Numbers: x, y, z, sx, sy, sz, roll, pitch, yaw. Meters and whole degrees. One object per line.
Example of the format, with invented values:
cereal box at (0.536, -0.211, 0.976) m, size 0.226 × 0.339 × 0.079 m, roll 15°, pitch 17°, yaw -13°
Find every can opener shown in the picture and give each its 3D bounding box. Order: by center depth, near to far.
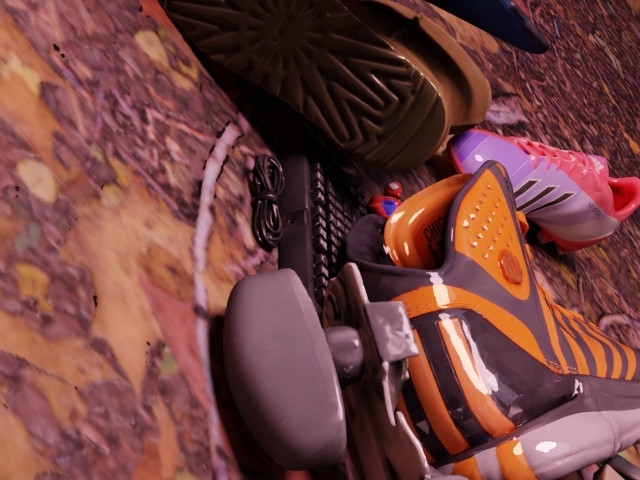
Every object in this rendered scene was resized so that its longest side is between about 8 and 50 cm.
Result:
can opener at (0.022, 0.138, 0.549) m, size 0.095 × 0.076 × 0.283 m, roll -7°, pitch 59°, yaw -14°

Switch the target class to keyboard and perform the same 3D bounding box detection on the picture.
keyboard at (0.000, 0.000, 0.721) m, size 0.108 × 0.023 × 0.180 m, roll 42°, pitch 26°, yaw -30°

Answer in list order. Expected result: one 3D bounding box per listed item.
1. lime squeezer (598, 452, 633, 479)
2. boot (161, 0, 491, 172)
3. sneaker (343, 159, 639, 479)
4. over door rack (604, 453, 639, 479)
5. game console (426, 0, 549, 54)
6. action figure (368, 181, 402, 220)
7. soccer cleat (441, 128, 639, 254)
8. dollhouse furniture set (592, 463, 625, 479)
lime squeezer at (0.316, 0.278, 0.930) m, size 0.310 × 0.059 × 0.110 m, roll 62°, pitch 24°, yaw 12°
boot at (0.009, -0.143, 0.857) m, size 0.236 × 0.089 × 0.269 m, roll 47°, pitch 17°, yaw -1°
sneaker at (0.122, 0.045, 0.744) m, size 0.321 × 0.125 × 0.180 m, roll 8°, pitch 58°, yaw -65°
over door rack at (0.229, 0.294, 0.703) m, size 0.324 × 0.108 × 0.239 m, roll 45°, pitch 20°, yaw 9°
game console at (0.021, -0.269, 0.784) m, size 0.293 × 0.250 × 0.173 m, roll 33°, pitch 35°, yaw 29°
action figure at (0.049, 0.000, 0.812) m, size 0.038 × 0.030 × 0.115 m, roll 37°, pitch 28°, yaw -28°
soccer cleat at (0.187, -0.051, 1.058) m, size 0.248 × 0.095 × 0.083 m, roll 23°, pitch 40°, yaw -53°
dollhouse furniture set at (0.338, 0.168, 0.747) m, size 0.355 × 0.174 × 0.303 m, roll 42°, pitch 20°, yaw -1°
